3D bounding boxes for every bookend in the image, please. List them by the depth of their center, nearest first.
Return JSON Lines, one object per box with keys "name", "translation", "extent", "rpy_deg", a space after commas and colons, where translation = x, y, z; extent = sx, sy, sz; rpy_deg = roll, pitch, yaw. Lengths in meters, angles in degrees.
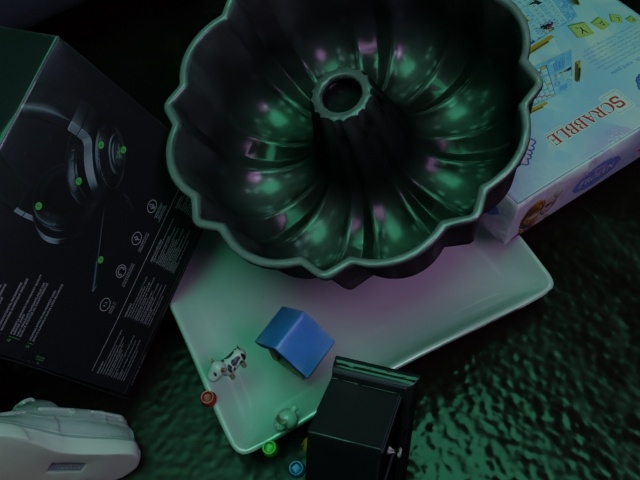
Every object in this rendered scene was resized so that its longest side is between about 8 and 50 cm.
{"name": "bookend", "translation": [0.021, 0.203, 0.641], "extent": [0.072, 0.157, 0.156], "rpy_deg": [11, 32, 13]}

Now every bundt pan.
{"name": "bundt pan", "translation": [0.032, -0.102, 0.745], "extent": [0.331, 0.124, 0.331], "rpy_deg": [-6, 67, 13]}

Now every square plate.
{"name": "square plate", "translation": [0.000, 0.000, 0.855], "extent": [0.344, 0.049, 0.347], "rpy_deg": [-26, 60, -9]}

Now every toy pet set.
{"name": "toy pet set", "translation": [-0.037, 0.123, 0.723], "extent": [0.122, 0.065, 0.114], "rpy_deg": [32, 71, 21]}

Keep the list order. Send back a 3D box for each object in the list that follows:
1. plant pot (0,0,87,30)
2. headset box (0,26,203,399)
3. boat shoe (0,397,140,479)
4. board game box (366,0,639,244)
{"name": "plant pot", "translation": [-0.383, -0.410, 0.996], "extent": [0.334, 0.341, 0.341], "rpy_deg": [-30, 61, -2]}
{"name": "headset box", "translation": [-0.247, -0.019, 0.722], "extent": [0.131, 0.283, 0.246], "rpy_deg": [16, 78, 29]}
{"name": "boat shoe", "translation": [-0.246, 0.171, 0.727], "extent": [0.066, 0.184, 0.063], "rpy_deg": [-54, 44, 27]}
{"name": "board game box", "translation": [0.210, -0.187, 0.896], "extent": [0.318, 0.066, 0.318], "rpy_deg": [-29, 60, -22]}
